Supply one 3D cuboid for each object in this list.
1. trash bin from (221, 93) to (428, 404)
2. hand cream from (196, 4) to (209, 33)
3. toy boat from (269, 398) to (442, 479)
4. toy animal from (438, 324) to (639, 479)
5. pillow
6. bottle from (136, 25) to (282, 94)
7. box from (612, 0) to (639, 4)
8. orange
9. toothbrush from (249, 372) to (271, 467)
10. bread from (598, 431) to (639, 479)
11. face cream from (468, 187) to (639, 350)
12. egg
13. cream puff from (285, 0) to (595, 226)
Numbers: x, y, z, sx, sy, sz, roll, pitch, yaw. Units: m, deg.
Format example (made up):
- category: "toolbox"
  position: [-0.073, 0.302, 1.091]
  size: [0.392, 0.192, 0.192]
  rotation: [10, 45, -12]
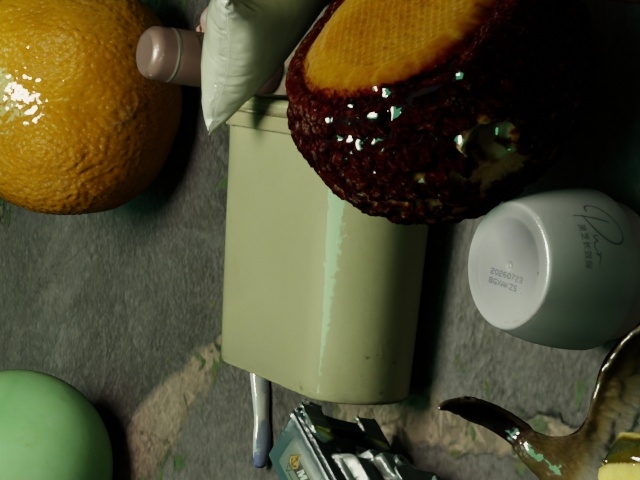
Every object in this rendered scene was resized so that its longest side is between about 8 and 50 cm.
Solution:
- category: "trash bin"
  position: [0.000, 0.000, 1.439]
  size: [0.243, 0.121, 0.247]
  rotation: [16, 103, 56]
- category: "hand cream"
  position: [-0.059, -0.248, 1.622]
  size: [0.067, 0.043, 0.210]
  rotation: [56, 139, 2]
- category: "toy boat"
  position: [0.070, 0.250, 1.303]
  size: [0.122, 0.114, 0.296]
  rotation: [-50, 52, 19]
- category: "toy animal"
  position: [0.178, 0.144, 1.080]
  size: [0.272, 0.197, 0.160]
  rotation: [-61, 31, 24]
- category: "pillow"
  position: [-0.036, -0.206, 1.429]
  size: [0.254, 0.078, 0.144]
  rotation: [-58, -9, -47]
- category: "bottle"
  position: [-0.107, -0.173, 1.598]
  size: [0.053, 0.140, 0.053]
  rotation: [-12, 76, 58]
- category: "box"
  position: [0.307, -0.336, 0.993]
  size: [0.344, 0.122, 0.385]
  rotation: [14, 98, 57]
- category: "orange"
  position: [-0.269, -0.159, 1.767]
  size: [0.264, 0.264, 0.264]
  rotation: [-9, 79, 56]
- category: "toothbrush"
  position: [-0.067, 0.088, 1.618]
  size: [0.027, 0.021, 0.269]
  rotation: [-27, 65, 59]
- category: "bread"
  position: [0.275, 0.241, 0.953]
  size: [0.163, 0.168, 0.264]
  rotation: [-5, 86, 56]
- category: "face cream"
  position: [0.172, 0.020, 1.179]
  size: [0.117, 0.104, 0.117]
  rotation: [-6, 82, 55]
- category: "egg"
  position: [-0.346, 0.263, 1.848]
  size: [0.269, 0.220, 0.220]
  rotation: [-60, 41, 44]
- category: "cream puff"
  position: [0.095, -0.113, 1.218]
  size: [0.239, 0.165, 0.239]
  rotation: [-25, 33, 17]
